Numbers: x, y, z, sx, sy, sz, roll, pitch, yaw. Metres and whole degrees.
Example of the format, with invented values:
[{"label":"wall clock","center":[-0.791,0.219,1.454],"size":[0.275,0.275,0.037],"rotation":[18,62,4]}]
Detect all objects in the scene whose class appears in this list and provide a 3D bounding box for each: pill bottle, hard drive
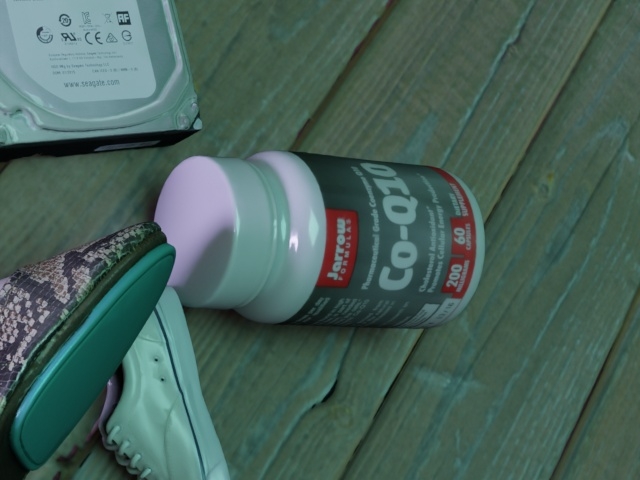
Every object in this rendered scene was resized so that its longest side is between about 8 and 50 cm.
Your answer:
[{"label":"pill bottle","center":[0.000,0.000,1.541],"size":[0.283,0.161,0.161],"rotation":[4,74,-37]},{"label":"hard drive","center":[-0.248,-0.245,1.490],"size":[0.236,0.064,0.339],"rotation":[-8,80,-39]}]

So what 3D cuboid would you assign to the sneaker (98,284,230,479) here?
[{"label":"sneaker","center":[-0.145,0.169,1.436],"size":[0.091,0.094,0.258],"rotation":[-13,79,-22]}]

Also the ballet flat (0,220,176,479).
[{"label":"ballet flat","center":[-0.282,0.166,1.273],"size":[0.182,0.164,0.483],"rotation":[20,67,6]}]
